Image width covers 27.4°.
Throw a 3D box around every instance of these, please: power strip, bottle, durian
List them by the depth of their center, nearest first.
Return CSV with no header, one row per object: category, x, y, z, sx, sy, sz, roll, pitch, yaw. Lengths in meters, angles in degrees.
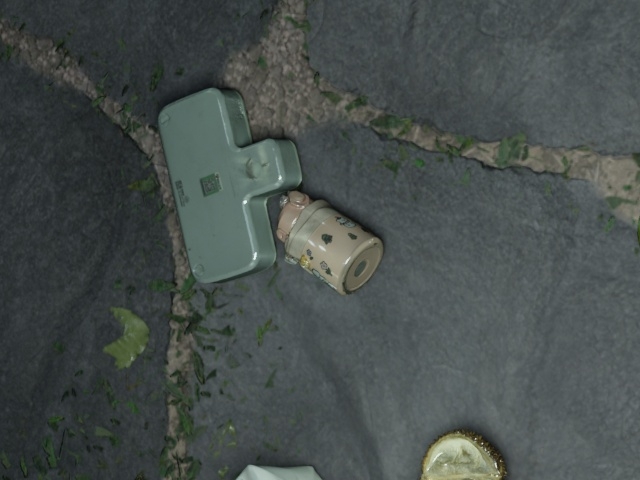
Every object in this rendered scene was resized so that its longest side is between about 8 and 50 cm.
durian,0.179,0.293,1.645,0.140,0.071,0.111,-19,74,36
bottle,0.001,-0.001,1.736,0.152,0.099,0.099,34,105,26
power strip,-0.117,-0.084,1.814,0.193,0.059,0.265,-17,82,31

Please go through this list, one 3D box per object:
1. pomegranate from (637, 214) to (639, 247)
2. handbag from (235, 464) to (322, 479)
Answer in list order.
pomegranate,0.431,0.020,1.474,0.156,0.156,0.220,8,111,28
handbag,-0.094,0.449,1.731,0.298,0.151,0.171,-51,56,18
